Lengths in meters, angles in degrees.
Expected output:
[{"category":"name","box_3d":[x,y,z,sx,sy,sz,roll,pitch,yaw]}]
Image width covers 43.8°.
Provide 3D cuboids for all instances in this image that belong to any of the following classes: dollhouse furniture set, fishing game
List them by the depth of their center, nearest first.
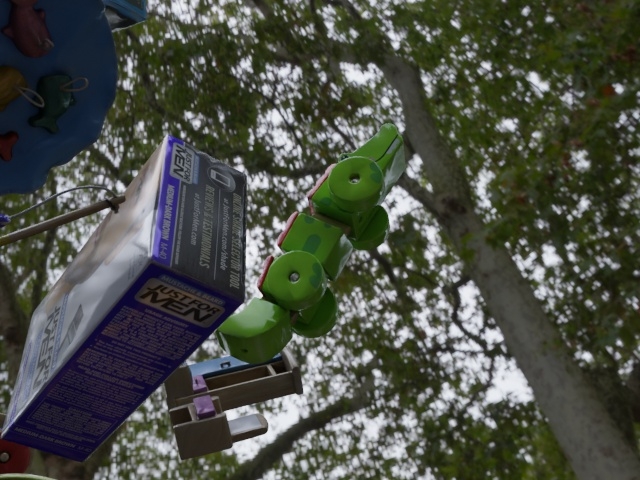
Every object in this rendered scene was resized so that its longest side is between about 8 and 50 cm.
[{"category":"fishing game","box_3d":[-0.213,-0.103,0.506,0.189,0.041,0.264,-20,-51,-31]},{"category":"dollhouse furniture set","box_3d":[-0.147,0.099,1.149,0.198,0.286,0.303,-12,-78,-14]}]

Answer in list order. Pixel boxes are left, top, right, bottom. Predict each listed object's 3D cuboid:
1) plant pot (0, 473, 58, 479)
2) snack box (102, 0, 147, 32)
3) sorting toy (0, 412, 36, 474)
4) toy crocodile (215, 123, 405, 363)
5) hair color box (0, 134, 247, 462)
[{"category":"plant pot","box_3d":[-0.427,0.560,1.023,0.367,0.353,0.366,5,-64,10]},{"category":"snack box","box_3d":[-0.323,-0.272,0.807,0.322,0.187,0.060,-10,-10,26]},{"category":"sorting toy","box_3d":[-0.629,0.411,1.354,0.257,0.089,0.255,21,-108,-27]},{"category":"toy crocodile","box_3d":[0.000,0.000,0.945,0.340,0.105,0.115,-57,-24,-18]},{"category":"hair color box","box_3d":[-0.211,0.072,0.851,0.110,0.185,0.339,28,-54,-28]}]
